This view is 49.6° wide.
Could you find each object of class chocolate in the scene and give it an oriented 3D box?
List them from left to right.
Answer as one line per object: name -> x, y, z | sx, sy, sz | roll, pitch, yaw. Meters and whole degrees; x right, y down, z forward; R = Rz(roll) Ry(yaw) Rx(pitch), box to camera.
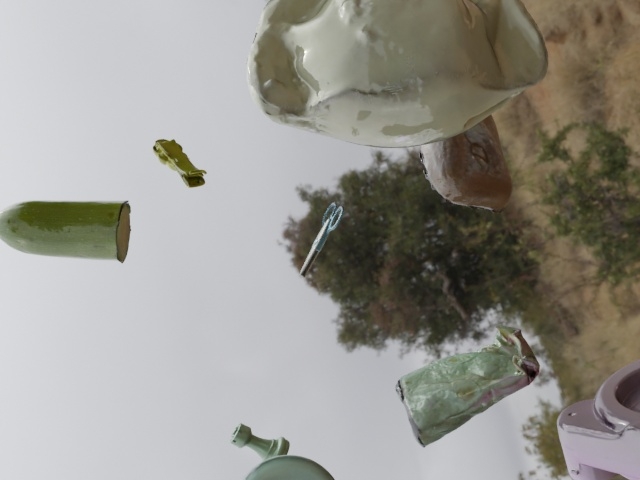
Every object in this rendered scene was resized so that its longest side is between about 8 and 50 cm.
chocolate -> 0.247, -0.180, 1.186 | 0.161, 0.083, 0.261 | 2, -120, -26

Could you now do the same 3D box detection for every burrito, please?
burrito -> 0.240, 0.232, 1.115 | 0.089, 0.228, 0.144 | 61, -174, -28

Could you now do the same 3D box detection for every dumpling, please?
dumpling -> 0.088, -0.277, 0.945 | 0.233, 0.394, 0.316 | 83, 173, -68

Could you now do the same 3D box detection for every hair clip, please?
hair clip -> -0.313, -0.176, 1.536 | 0.072, 0.046, 0.173 | -15, -137, -41

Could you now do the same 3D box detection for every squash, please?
squash -> -0.378, -0.018, 1.012 | 0.095, 0.187, 0.095 | -177, 90, -86

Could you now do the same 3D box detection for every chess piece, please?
chess piece -> -0.116, 0.383, 1.297 | 0.103, 0.067, 0.067 | 30, -155, -10

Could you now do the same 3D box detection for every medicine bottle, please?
medicine bottle -> -0.049, 0.359, 0.880 | 0.225, 0.139, 0.139 | 107, 151, -63

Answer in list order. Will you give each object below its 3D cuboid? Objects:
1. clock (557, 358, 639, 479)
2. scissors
clock -> 0.531, 0.246, 0.973 | 0.322, 0.295, 0.113 | -21, -81, -34
scissors -> 0.000, 0.000, 1.009 | 0.014, 0.119, 0.058 | 26, -175, -23
